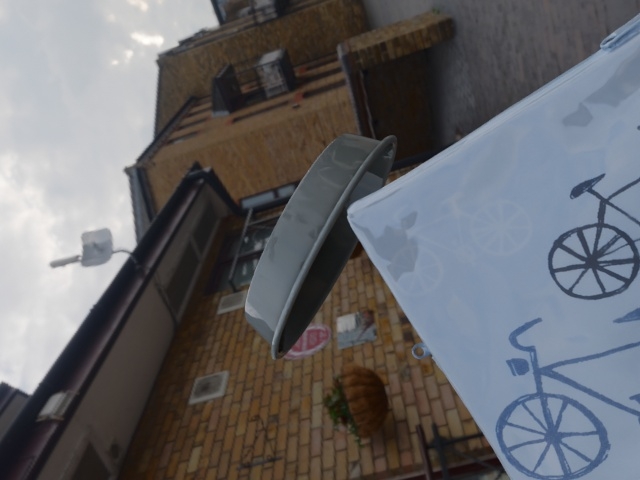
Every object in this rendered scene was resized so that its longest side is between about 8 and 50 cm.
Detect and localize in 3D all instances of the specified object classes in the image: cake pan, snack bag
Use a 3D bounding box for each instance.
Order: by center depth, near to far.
[{"bbox_3d":[0.217,0.040,0.461,0.342,0.323,0.037,56,-149,-1],"label":"snack bag"},{"bbox_3d":[0.000,0.000,0.693,0.293,0.054,0.293,-59,-10,-17],"label":"cake pan"}]
